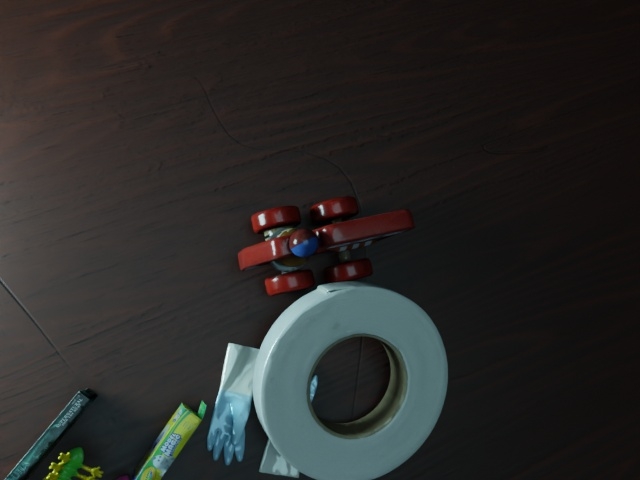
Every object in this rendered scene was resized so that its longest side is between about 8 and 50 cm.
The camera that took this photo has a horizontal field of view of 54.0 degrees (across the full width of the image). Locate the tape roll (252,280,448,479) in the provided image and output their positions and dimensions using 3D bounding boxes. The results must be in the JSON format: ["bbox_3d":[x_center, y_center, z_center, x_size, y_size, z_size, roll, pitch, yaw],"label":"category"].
[{"bbox_3d":[0.062,0.272,1.220,0.392,0.072,0.391,-2,96,-18],"label":"tape roll"}]

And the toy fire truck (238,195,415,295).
[{"bbox_3d":[0.000,0.000,1.200,0.302,0.254,0.169,-10,84,-16],"label":"toy fire truck"}]

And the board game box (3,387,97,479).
[{"bbox_3d":[-0.465,0.341,1.088,0.026,0.126,0.186,40,73,-4],"label":"board game box"}]

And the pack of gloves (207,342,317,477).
[{"bbox_3d":[-0.109,0.334,1.227,0.195,0.046,0.232,14,78,-12],"label":"pack of gloves"}]

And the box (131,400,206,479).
[{"bbox_3d":[-0.274,0.367,1.145,0.043,0.105,0.179,39,73,-7],"label":"box"}]

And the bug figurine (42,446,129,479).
[{"bbox_3d":[-0.430,0.477,1.068,0.279,0.072,0.216,49,65,-34],"label":"bug figurine"}]
